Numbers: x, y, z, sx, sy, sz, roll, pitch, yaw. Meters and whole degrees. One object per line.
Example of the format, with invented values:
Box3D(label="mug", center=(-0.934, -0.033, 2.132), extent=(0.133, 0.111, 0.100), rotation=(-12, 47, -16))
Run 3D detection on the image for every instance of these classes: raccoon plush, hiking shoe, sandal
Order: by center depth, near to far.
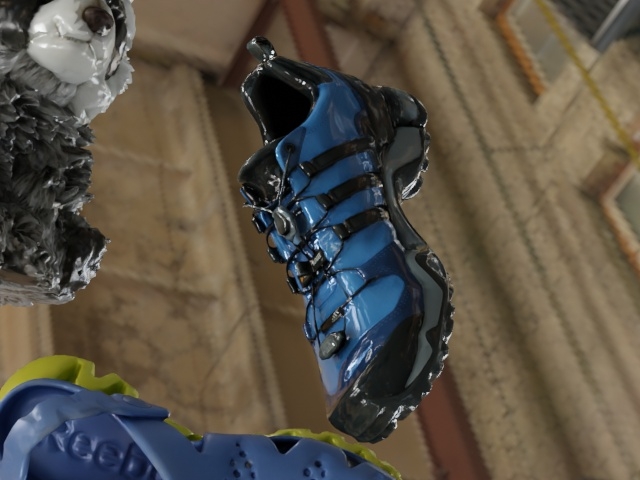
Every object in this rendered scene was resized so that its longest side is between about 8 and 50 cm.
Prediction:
Box3D(label="hiking shoe", center=(0.000, 0.000, 0.974), extent=(0.132, 0.113, 0.304), rotation=(22, -143, -23))
Box3D(label="sandal", center=(-0.083, 0.170, 0.977), extent=(0.317, 0.126, 0.138), rotation=(14, -177, 6))
Box3D(label="raccoon plush", center=(-0.334, -0.117, 1.231), extent=(0.216, 0.446, 0.299), rotation=(33, -118, -56))
